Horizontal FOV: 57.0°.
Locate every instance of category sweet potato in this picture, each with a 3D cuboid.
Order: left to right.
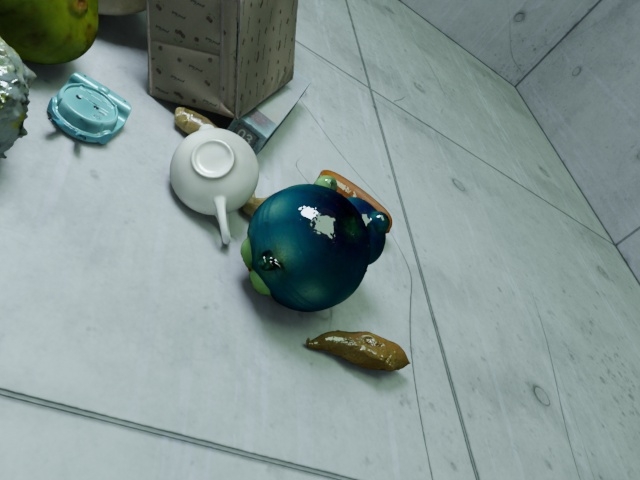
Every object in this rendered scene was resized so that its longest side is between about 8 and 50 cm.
[{"bbox_3d":[0.068,0.177,0.954,0.205,0.060,0.068,15,6,-22],"label":"sweet potato"}]

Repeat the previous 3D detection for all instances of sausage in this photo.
[{"bbox_3d":[0.070,-0.075,1.236,0.197,0.076,0.076,35,33,-15],"label":"sausage"}]

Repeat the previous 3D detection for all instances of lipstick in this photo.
[{"bbox_3d":[-0.109,-0.287,1.283,0.079,0.076,0.372,35,32,-9],"label":"lipstick"}]

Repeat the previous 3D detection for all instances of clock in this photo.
[{"bbox_3d":[-0.369,-0.198,0.922,0.108,0.045,0.147,31,34,-16],"label":"clock"}]

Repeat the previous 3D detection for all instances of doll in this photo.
[{"bbox_3d":[0.000,0.001,0.953,0.322,0.186,0.199,-28,94,-56],"label":"doll"}]

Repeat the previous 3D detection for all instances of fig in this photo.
[{"bbox_3d":[-0.469,-0.379,0.915,0.224,0.203,0.203,5,33,10],"label":"fig"}]

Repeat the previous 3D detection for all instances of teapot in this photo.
[{"bbox_3d":[-0.171,-0.105,0.960,0.145,0.092,0.227,-8,75,-6],"label":"teapot"}]

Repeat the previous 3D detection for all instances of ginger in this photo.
[{"bbox_3d":[-0.166,-0.142,1.056,0.288,0.075,0.089,49,10,19],"label":"ginger"}]

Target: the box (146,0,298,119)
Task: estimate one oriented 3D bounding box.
[{"bbox_3d":[-0.180,-0.401,1.143,0.190,0.225,0.297,15,33,11],"label":"box"}]

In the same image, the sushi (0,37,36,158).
[{"bbox_3d":[-0.479,-0.191,0.702,0.274,0.139,0.184,-13,60,-52],"label":"sushi"}]

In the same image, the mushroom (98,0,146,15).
[{"bbox_3d":[-0.419,-0.580,1.149,0.361,0.295,0.363,6,65,-13],"label":"mushroom"}]
